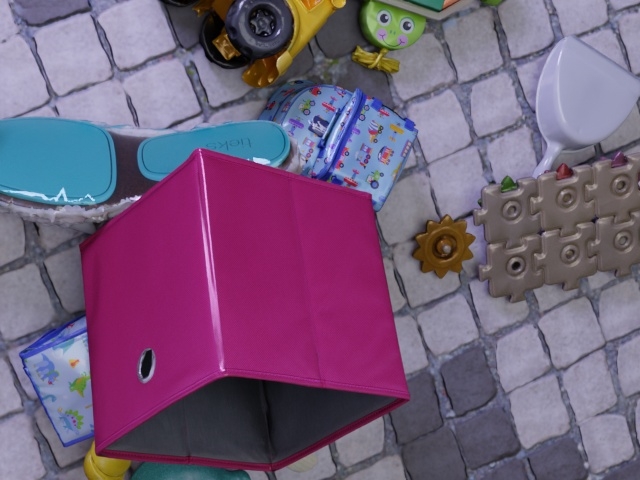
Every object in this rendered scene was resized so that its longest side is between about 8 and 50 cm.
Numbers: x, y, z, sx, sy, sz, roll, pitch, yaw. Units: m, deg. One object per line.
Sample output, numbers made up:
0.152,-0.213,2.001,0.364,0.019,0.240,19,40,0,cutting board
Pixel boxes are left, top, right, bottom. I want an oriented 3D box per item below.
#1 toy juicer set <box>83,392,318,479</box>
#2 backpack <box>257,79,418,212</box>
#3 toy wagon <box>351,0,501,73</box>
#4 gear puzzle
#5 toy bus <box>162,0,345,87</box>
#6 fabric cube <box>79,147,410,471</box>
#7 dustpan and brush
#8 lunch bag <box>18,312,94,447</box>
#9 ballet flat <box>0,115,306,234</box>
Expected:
-0.190,0.288,1.666,0.329,0.089,0.209,-37,116,-11,toy juicer set
0.011,-0.121,1.698,0.173,0.117,0.158,34,75,-12,backpack
0.123,-0.381,1.746,0.267,0.068,0.345,15,89,-19,toy wagon
0.279,-0.011,1.838,0.338,0.044,0.176,-13,111,-13,gear puzzle
-0.072,-0.325,1.642,0.211,0.149,0.220,-44,104,-13,toy bus
-0.092,0.088,1.527,0.259,0.254,0.258,12,58,-38,fabric cube
0.331,-0.149,1.846,0.147,0.060,0.211,28,78,-23,dustpan and brush
-0.266,0.155,1.636,0.151,0.096,0.129,-29,103,-25,lunch bag
-0.222,-0.060,1.610,0.408,0.147,0.147,0,94,-4,ballet flat
